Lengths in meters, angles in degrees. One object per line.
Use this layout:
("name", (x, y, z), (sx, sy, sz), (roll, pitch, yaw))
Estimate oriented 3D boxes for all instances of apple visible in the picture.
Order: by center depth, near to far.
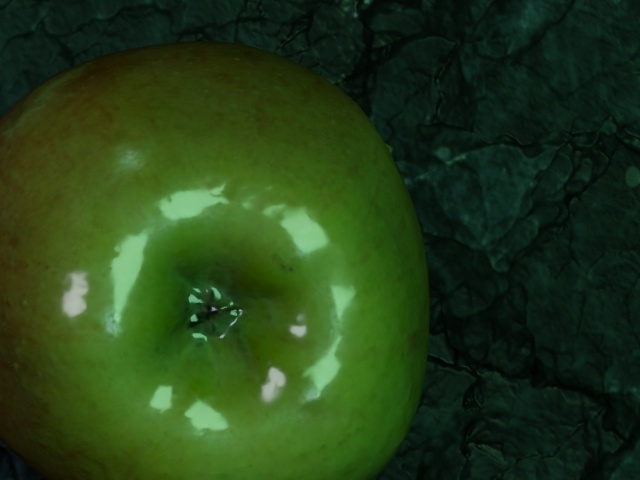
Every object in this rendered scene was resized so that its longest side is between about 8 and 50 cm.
("apple", (-0.090, 0.040, 1.122), (0.338, 0.305, 0.338), (-4, 109, -13))

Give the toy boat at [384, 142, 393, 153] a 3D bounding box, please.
("toy boat", (0.000, 0.000, 1.348), (0.057, 0.077, 0.200), (28, 67, -9))
